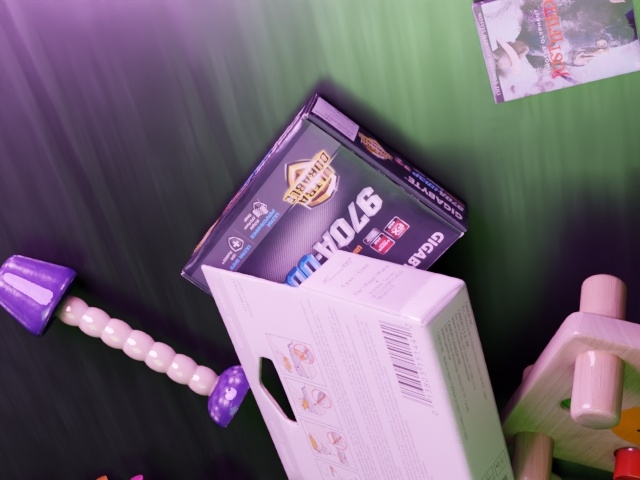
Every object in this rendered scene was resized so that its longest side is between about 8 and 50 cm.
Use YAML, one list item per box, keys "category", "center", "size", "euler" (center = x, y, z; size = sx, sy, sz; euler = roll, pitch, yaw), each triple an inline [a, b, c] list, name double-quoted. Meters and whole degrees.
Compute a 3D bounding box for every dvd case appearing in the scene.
- category: "dvd case"
  center: [0.189, -0.162, 0.722]
  size: [0.119, 0.013, 0.087]
  euler: [-10, 118, 18]

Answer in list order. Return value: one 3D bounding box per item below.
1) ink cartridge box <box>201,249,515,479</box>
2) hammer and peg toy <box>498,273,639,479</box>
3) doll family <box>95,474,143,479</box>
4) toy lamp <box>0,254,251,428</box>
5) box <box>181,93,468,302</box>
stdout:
- category: "ink cartridge box"
  center: [0.041, 0.145, 0.845]
  size: [0.261, 0.066, 0.296]
  euler: [12, 132, 42]
- category: "hammer and peg toy"
  center: [0.303, 0.181, 0.827]
  size: [0.266, 0.127, 0.361]
  euler: [13, 149, 4]
- category: "doll family"
  center: [-0.265, 0.379, 1.109]
  size: [0.263, 0.118, 0.163]
  euler: [-26, 107, 5]
- category: "toy lamp"
  center: [-0.203, 0.100, 0.928]
  size: [0.274, 0.080, 0.080]
  euler: [28, 122, -5]
- category: "box"
  center: [0.000, 0.000, 0.838]
  size: [0.175, 0.051, 0.220]
  euler: [36, 122, -10]
